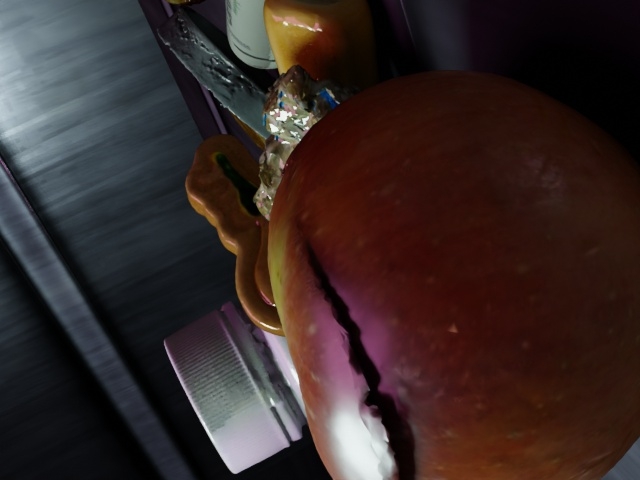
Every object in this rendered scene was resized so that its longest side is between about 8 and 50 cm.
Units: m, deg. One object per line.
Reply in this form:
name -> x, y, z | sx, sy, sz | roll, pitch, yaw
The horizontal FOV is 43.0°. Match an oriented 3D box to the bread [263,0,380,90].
bread -> 0.012, -0.138, 0.736 | 0.093, 0.074, 0.239 | 16, 153, 17

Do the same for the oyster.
oyster -> 0.041, -0.037, 0.680 | 0.198, 0.092, 0.259 | 2, 124, 35

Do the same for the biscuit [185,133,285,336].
biscuit -> 0.000, 0.000, 0.821 | 0.334, 0.202, 0.047 | 61, 164, 23

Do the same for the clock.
clock -> -0.100, -0.200, 1.006 | 0.226, 0.049, 0.226 | 43, -169, -10

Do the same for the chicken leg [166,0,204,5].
chicken leg -> -0.236, -0.431, 0.950 | 0.361, 0.140, 0.211 | 58, -161, 7

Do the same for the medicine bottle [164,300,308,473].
medicine bottle -> -0.027, 0.144, 1.070 | 0.241, 0.302, 0.241 | 60, 171, 16

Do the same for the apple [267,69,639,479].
apple -> 0.080, 0.033, 0.466 | 0.251, 0.206, 0.272 | -111, 4, -50

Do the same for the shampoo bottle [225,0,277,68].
shampoo bottle -> -0.045, -0.243, 0.728 | 0.085, 0.085, 0.262 | 61, 171, 8

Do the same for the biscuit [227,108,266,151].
biscuit -> -0.095, -0.182, 1.270 | 0.197, 0.049, 0.301 | 55, 177, -21
